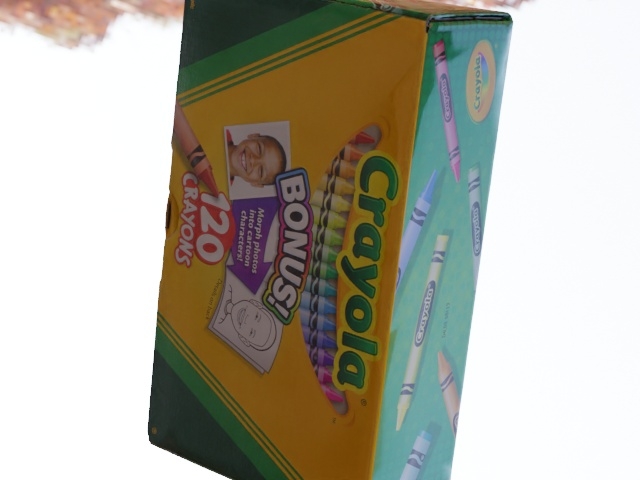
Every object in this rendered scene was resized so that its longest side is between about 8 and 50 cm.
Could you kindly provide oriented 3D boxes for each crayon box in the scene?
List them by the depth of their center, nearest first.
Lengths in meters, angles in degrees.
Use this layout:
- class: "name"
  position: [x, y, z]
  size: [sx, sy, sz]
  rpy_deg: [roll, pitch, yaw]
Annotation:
- class: "crayon box"
  position: [0.000, 0.000, 0.943]
  size: [0.165, 0.081, 0.278]
  rpy_deg: [17, -72, 37]
